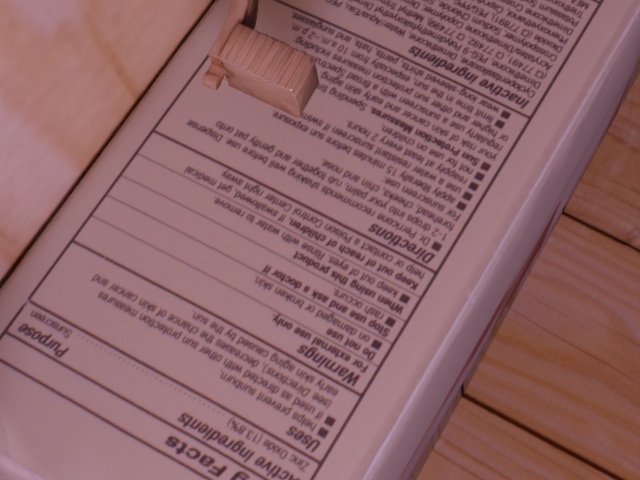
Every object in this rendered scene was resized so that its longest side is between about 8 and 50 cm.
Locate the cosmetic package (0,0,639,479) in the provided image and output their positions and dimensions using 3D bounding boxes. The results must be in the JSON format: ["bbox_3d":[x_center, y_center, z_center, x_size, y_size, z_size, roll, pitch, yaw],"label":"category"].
[{"bbox_3d":[0.000,0.000,0.554,0.296,0.153,0.129,-55,165,-22],"label":"cosmetic package"}]

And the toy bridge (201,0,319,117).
[{"bbox_3d":[0.006,-0.132,0.496,0.188,0.063,0.026,-60,167,-13],"label":"toy bridge"}]
